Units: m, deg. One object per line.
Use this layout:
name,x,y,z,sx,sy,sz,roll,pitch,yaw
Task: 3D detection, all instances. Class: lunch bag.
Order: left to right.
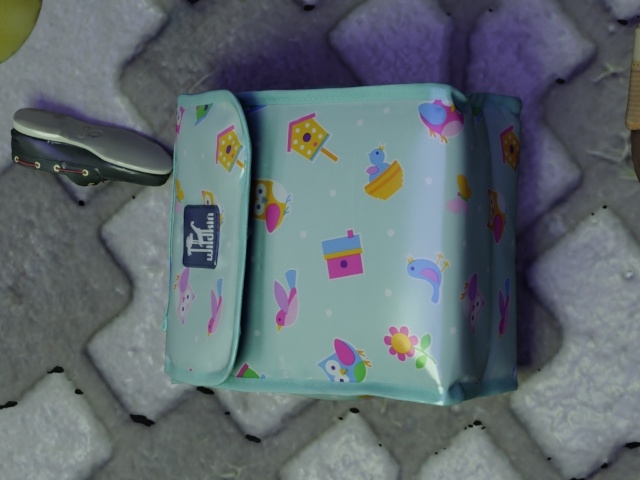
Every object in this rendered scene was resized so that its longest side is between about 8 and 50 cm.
lunch bag,0.000,0.000,1.261,0.262,0.160,0.223,3,92,27

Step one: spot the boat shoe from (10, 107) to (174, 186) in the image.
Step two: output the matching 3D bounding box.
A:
boat shoe,-0.176,-0.065,1.370,0.133,0.049,0.042,15,120,9

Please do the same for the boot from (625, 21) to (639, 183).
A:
boot,0.339,-0.064,1.220,0.248,0.090,0.207,-7,100,12

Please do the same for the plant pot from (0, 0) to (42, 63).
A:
plant pot,-0.297,-0.202,1.380,0.134,0.095,0.134,-1,87,16
